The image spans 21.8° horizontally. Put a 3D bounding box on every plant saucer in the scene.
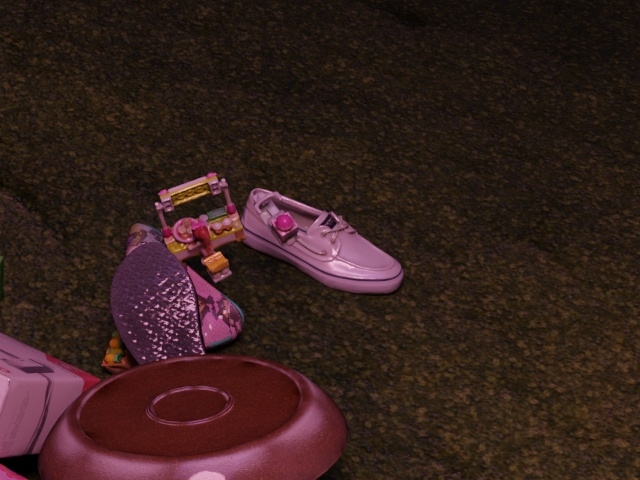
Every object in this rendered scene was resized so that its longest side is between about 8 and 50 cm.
[{"bbox_3d":[-0.128,0.182,1.656,0.310,0.050,0.310,-3,21,1],"label":"plant saucer"}]

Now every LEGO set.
[{"bbox_3d":[-0.167,0.019,1.921,0.287,0.107,0.132,-40,62,-17],"label":"LEGO set"}]

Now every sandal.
[{"bbox_3d":[-0.162,0.126,1.845,0.097,0.054,0.255,-21,77,-4],"label":"sandal"}]

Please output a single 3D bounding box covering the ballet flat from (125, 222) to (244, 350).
[{"bbox_3d":[-0.184,0.056,1.999,0.079,0.077,0.221,-27,52,-32],"label":"ballet flat"}]

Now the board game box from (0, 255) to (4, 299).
[{"bbox_3d":[-0.552,0.073,1.892,0.316,0.064,0.242,13,35,5],"label":"board game box"}]

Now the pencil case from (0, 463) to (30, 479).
[{"bbox_3d":[-0.349,0.268,1.629,0.284,0.124,0.124,19,36,15],"label":"pencil case"}]

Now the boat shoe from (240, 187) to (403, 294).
[{"bbox_3d":[0.000,0.000,2.111,0.226,0.076,0.083,18,36,12],"label":"boat shoe"}]

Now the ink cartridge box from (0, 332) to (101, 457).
[{"bbox_3d":[-0.348,0.153,1.716,0.158,0.092,0.218,22,4,17],"label":"ink cartridge box"}]
